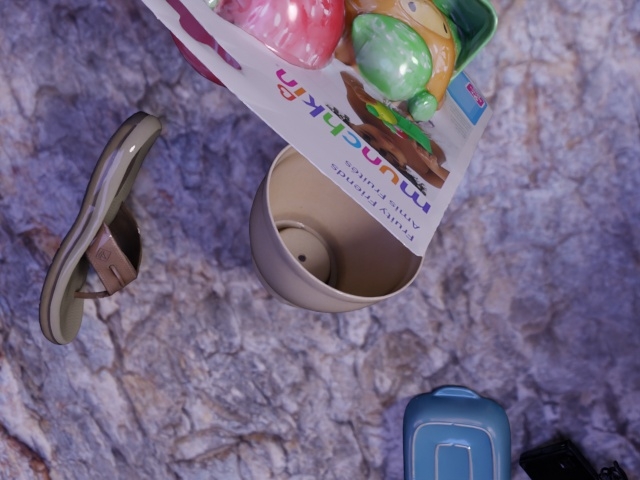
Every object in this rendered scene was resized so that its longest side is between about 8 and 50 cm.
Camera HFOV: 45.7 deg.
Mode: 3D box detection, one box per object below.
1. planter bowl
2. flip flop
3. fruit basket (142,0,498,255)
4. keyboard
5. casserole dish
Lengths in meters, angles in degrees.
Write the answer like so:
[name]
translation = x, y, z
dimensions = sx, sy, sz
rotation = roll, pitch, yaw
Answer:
[planter bowl]
translation = 0.000, 0.000, 0.700
dimensions = 0.162, 0.162, 0.109
rotation = 45, 139, -2
[flip flop]
translation = -0.215, 0.000, 0.784
dimensions = 0.080, 0.112, 0.277
rotation = 26, 108, -10
[fruit basket]
translation = -0.006, -0.172, 0.526
dimensions = 0.327, 0.353, 0.165
rotation = 43, 114, -1
[keyboard]
translation = 0.297, 0.275, 0.773
dimensions = 0.192, 0.038, 0.100
rotation = 50, 136, -6
[casserole dish]
translation = 0.141, 0.244, 0.796
dimensions = 0.114, 0.037, 0.189
rotation = 1, 109, 15
